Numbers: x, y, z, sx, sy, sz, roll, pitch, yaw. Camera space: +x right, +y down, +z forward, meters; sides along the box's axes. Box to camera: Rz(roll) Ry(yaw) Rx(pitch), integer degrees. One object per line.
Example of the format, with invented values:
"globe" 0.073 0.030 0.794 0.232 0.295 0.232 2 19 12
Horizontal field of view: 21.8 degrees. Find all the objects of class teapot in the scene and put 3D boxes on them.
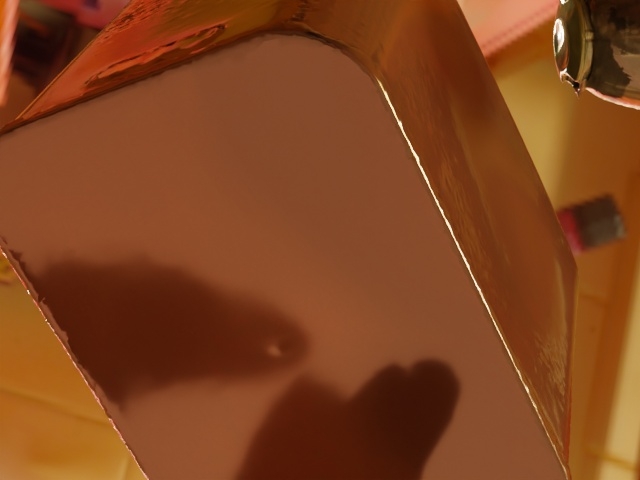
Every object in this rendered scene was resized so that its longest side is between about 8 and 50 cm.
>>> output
"teapot" 0.181 -0.136 0.993 0.091 0.124 0.092 -3 157 -8

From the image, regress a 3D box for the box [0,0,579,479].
"box" 0.000 0.000 0.996 0.239 0.229 0.339 -17 116 24
